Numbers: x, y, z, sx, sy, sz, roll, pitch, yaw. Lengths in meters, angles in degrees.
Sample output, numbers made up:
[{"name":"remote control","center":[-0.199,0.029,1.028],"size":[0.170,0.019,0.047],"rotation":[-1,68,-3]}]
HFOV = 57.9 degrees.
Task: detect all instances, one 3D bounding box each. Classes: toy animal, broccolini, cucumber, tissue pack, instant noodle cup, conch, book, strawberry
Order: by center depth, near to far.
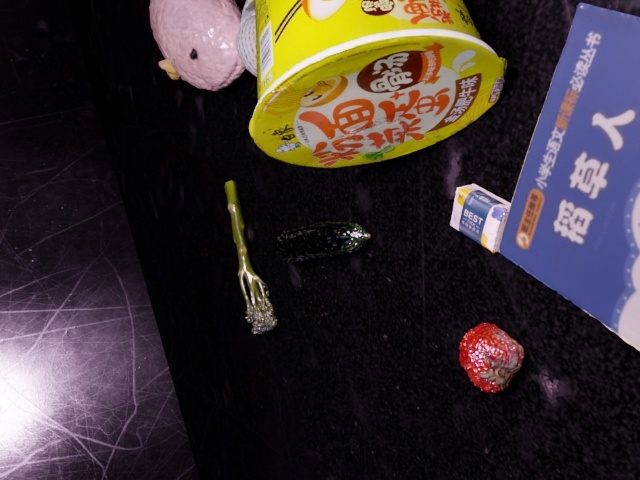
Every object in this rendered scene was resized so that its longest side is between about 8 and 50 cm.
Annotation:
[{"name":"book","center":[0.358,-0.009,0.508],"size":[0.428,0.039,0.299],"rotation":[43,137,44]},{"name":"instant noodle cup","center":[0.051,-0.252,0.720],"size":[0.311,0.312,0.221],"rotation":[-36,61,59]},{"name":"tissue pack","center":[0.211,-0.030,0.751],"size":[0.083,0.042,0.062],"rotation":[43,139,45]},{"name":"strawberry","center":[0.225,0.151,0.773],"size":[0.096,0.083,0.083],"rotation":[-88,-2,-68]},{"name":"conch","center":[-0.046,-0.351,0.984],"size":[0.200,0.131,0.172],"rotation":[8,84,30]},{"name":"cucumber","center":[-0.001,-0.001,1.108],"size":[0.300,0.072,0.072],"rotation":[-12,91,60]},{"name":"toy animal","center":[-0.276,-0.472,1.271],"size":[0.226,0.188,0.358],"rotation":[-51,57,48]},{"name":"broccolini","center":[-0.179,0.041,1.461],"size":[0.074,0.079,0.391],"rotation":[134,126,-68]}]
